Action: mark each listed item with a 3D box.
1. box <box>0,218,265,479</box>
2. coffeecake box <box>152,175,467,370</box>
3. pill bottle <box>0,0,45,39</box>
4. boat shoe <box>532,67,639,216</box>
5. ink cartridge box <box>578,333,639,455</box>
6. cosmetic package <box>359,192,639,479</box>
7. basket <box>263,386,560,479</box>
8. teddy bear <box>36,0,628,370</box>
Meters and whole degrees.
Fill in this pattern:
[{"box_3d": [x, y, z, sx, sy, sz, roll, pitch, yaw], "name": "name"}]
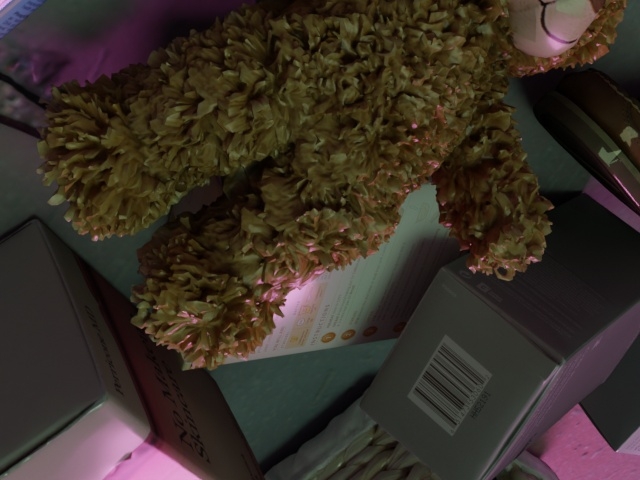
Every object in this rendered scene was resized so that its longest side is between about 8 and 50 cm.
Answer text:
[{"box_3d": [-0.141, 0.123, 0.745, 0.127, 0.149, 0.232, -34, 141, 3], "name": "box"}, {"box_3d": [0.000, 0.000, 0.768, 0.185, 0.068, 0.142, -6, 135, -28], "name": "coffeecake box"}, {"box_3d": [-0.153, -0.131, 0.519, 0.160, 0.087, 0.087, -38, 140, 7], "name": "pill bottle"}, {"box_3d": [0.246, -0.063, 0.839, 0.104, 0.111, 0.307, -46, 148, 12], "name": "boat shoe"}, {"box_3d": [0.343, 0.136, 1.124, 0.175, 0.072, 0.127, 14, 123, -40], "name": "ink cartridge box"}, {"box_3d": [0.144, 0.062, 0.829, 0.238, 0.107, 0.127, -20, 144, -51], "name": "cosmetic package"}, {"box_3d": [0.067, 0.348, 1.026, 0.331, 0.266, 0.328, -41, 141, 15], "name": "basket"}, {"box_3d": [0.023, -0.077, 0.619, 0.338, 0.113, 0.245, -19, 95, -9], "name": "teddy bear"}]
